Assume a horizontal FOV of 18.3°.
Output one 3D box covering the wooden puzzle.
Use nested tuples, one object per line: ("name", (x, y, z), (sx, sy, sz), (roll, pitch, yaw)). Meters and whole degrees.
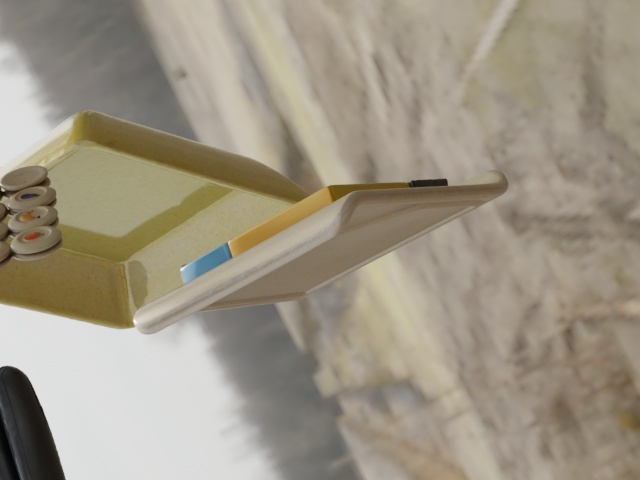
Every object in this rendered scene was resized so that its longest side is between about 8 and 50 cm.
("wooden puzzle", (0.000, 0.000, 1.502), (0.238, 0.221, 0.044), (-13, -102, -55))

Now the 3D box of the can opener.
("can opener", (-0.146, 0.154, 1.059), (0.073, 0.059, 0.186), (5, -131, -52))

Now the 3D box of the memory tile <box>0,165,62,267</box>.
("memory tile", (-0.242, -0.011, 1.417), (0.148, 0.113, 0.012), (-117, 13, -64))

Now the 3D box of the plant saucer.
("plant saucer", (-0.223, -0.027, 2.067), (0.332, 0.332, 0.081), (16, -126, -43))
